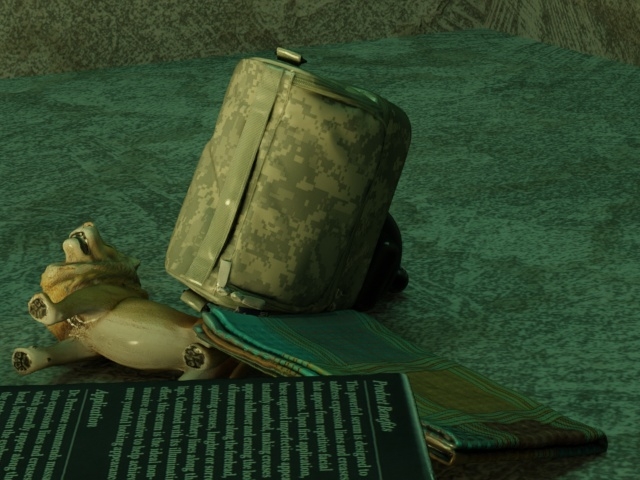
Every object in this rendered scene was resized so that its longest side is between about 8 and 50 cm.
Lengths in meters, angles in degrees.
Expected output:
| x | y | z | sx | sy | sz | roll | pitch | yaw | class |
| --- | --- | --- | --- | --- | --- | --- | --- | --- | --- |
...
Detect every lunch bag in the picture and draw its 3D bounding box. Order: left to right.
| x | y | z | sx | sy | sz | roll | pitch | yaw | class |
| --- | --- | --- | --- | --- | --- | --- | --- | --- | --- |
| -0.050 | -0.057 | 1.822 | 0.213 | 0.305 | 0.256 | 21 | 3 | 22 | lunch bag |

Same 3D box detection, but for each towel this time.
| x | y | z | sx | sy | sz | roll | pitch | yaw | class |
| --- | --- | --- | --- | --- | --- | --- | --- | --- | --- |
| 0.083 | 0.145 | 1.637 | 0.370 | 0.040 | 0.271 | 23 | 13 | 41 | towel |

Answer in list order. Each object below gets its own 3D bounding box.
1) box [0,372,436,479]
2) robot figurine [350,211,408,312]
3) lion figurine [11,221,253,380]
| x | y | z | sx | sy | sz | roll | pitch | yaw | class |
| --- | --- | --- | --- | --- | --- | --- | --- | --- | --- |
| -0.125 | 0.260 | 1.007 | 0.396 | 0.293 | 0.212 | -1 | 17 | -1 | box |
| 0.001 | 0.003 | 2.065 | 0.174 | 0.209 | 0.278 | -28 | 25 | -12 | robot figurine |
| -0.194 | 0.110 | 1.834 | 0.392 | 0.142 | 0.240 | 24 | 19 | 26 | lion figurine |
